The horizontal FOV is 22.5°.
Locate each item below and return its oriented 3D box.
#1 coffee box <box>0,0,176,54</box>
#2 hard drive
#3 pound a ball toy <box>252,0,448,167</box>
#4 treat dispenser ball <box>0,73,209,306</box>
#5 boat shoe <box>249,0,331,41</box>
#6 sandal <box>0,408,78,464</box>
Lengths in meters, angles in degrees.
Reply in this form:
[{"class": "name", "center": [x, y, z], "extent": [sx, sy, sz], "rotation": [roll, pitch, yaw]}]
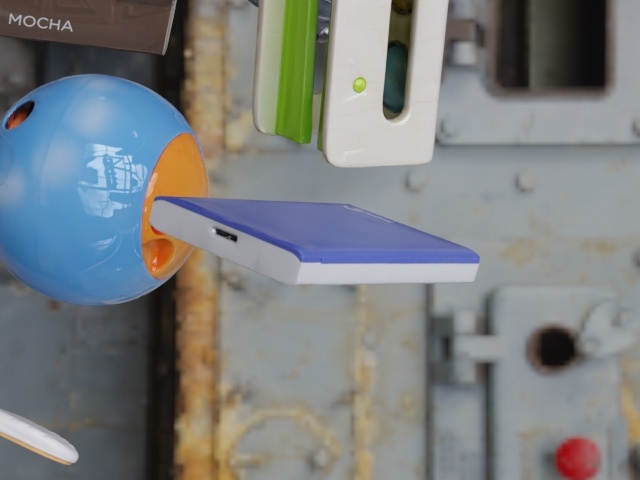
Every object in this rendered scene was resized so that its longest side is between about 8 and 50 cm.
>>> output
[{"class": "coffee box", "center": [-0.190, -0.257, 1.116], "extent": [0.297, 0.168, 0.118], "rotation": [-107, -153, -53]}, {"class": "hard drive", "center": [0.000, 0.000, 1.743], "extent": [0.319, 0.210, 0.040], "rotation": [1, 106, -52]}, {"class": "pound a ball toy", "center": [0.022, -0.236, 1.270], "extent": [0.208, 0.136, 0.319], "rotation": [28, -63, 55]}, {"class": "treat dispenser ball", "center": [-0.280, -0.062, 1.993], "extent": [0.288, 0.288, 0.288], "rotation": [0, 90, -86]}, {"class": "boat shoe", "center": [0.014, -0.257, 1.711], "extent": [0.301, 0.102, 0.108], "rotation": [4, 56, -62]}, {"class": "sandal", "center": [-0.366, 0.177, 1.558], "extent": [0.076, 0.265, 0.102], "rotation": [-64, 171, -8]}]
